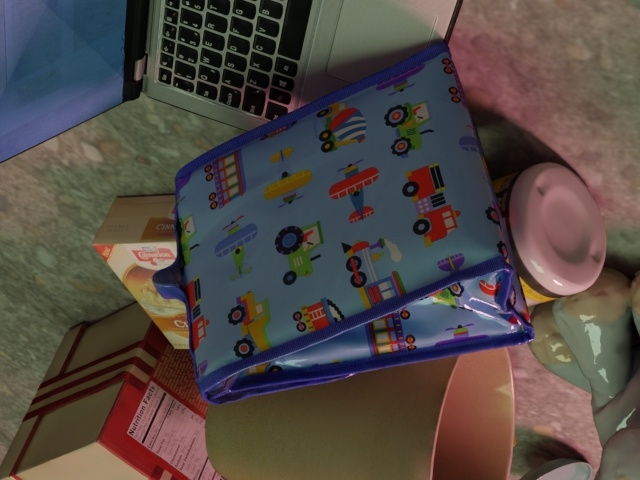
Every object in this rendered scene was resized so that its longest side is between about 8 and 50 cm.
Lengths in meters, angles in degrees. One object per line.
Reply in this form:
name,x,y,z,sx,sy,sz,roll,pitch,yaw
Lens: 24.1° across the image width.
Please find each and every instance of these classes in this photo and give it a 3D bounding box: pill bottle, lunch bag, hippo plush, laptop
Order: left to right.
laptop,-0.120,-0.143,1.182,0.408,0.236,0.382,20,147,2
lunch bag,0.000,0.000,1.225,0.293,0.221,0.138,-16,147,8
pill bottle,0.143,0.012,1.359,0.119,0.119,0.208,40,141,-26
hippo plush,0.288,0.180,1.409,0.234,0.236,0.294,19,146,3

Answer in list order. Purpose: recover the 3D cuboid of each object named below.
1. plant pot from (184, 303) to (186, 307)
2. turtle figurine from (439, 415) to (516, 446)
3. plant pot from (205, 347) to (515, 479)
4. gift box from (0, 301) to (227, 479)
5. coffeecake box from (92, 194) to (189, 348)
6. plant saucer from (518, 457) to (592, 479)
plant pot,-0.037,0.031,1.413,0.167,0.167,0.165,21,-175,1
turtle figurine,0.134,0.252,1.727,0.269,0.087,0.217,35,137,-6
plant pot,0.030,0.197,1.531,0.274,0.256,0.256,6,143,24
gift box,-0.198,0.250,1.755,0.276,0.255,0.258,44,138,-21
coffeecake box,-0.129,0.035,1.582,0.142,0.068,0.185,-2,140,30
plant saucer,0.256,0.285,1.717,0.119,0.021,0.119,-22,146,-16
